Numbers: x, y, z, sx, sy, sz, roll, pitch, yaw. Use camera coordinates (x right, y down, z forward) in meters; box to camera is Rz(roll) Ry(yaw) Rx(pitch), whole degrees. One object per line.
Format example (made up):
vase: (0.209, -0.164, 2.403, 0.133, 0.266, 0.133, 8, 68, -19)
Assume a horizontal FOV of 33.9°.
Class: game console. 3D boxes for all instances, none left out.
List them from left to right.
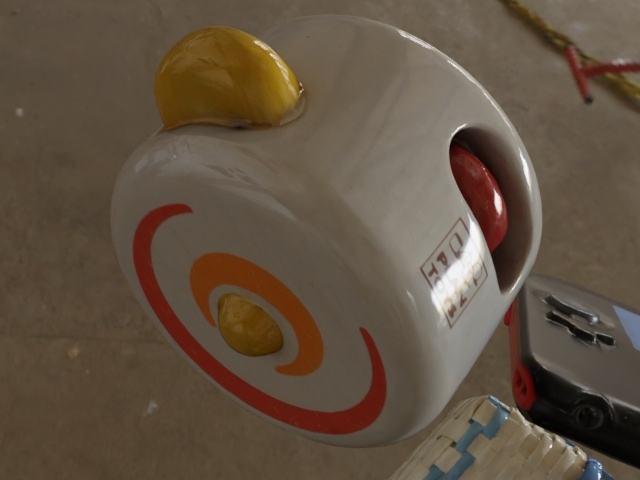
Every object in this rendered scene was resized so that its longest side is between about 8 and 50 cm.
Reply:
game console: (0.304, 0.128, 0.685, 0.386, 0.060, 0.342, 22, 7, 6)

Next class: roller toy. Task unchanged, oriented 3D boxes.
roller toy: (0.000, 0.000, 0.519, 0.191, 0.209, 0.146, 34, 54, 8)

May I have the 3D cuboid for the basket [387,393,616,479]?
basket: (0.212, 0.317, 1.109, 0.289, 0.201, 0.255, 45, 77, 7)
